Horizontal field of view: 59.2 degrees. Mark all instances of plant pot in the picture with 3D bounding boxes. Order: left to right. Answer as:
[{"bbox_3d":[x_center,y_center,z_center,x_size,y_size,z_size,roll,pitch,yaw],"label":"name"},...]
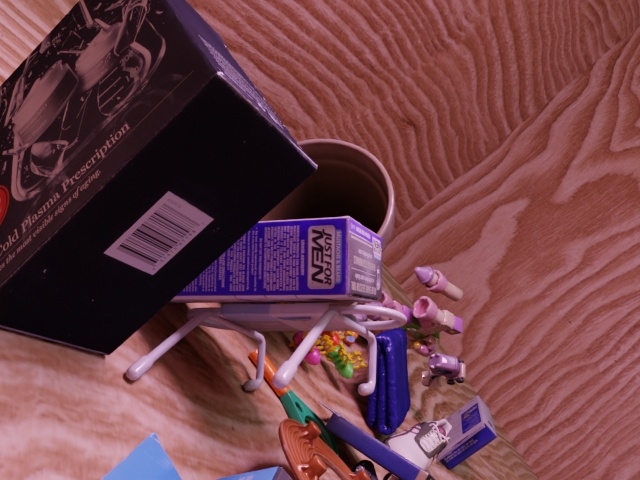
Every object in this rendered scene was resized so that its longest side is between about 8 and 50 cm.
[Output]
[{"bbox_3d":[0.000,0.000,1.168,0.323,0.323,0.280,55,-9,32],"label":"plant pot"}]

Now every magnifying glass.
[{"bbox_3d":[-0.048,0.286,0.979,0.231,0.026,0.092,53,9,11],"label":"magnifying glass"}]

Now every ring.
[{"bbox_3d":[0.066,0.352,0.701,0.336,0.032,0.336,49,-3,4],"label":"ring"}]

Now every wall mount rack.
[{"bbox_3d":[-0.069,0.148,0.771,0.304,0.350,0.130,38,52,-58],"label":"wall mount rack"}]

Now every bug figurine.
[{"bbox_3d":[-0.015,0.211,1.265,0.279,0.072,0.216,35,12,-43],"label":"bug figurine"}]

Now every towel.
[{"bbox_3d":[0.165,0.333,1.379,0.308,0.076,0.227,25,61,-74],"label":"towel"}]

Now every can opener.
[{"bbox_3d":[0.079,0.424,0.892,0.073,0.059,0.186,47,9,-17],"label":"can opener"}]

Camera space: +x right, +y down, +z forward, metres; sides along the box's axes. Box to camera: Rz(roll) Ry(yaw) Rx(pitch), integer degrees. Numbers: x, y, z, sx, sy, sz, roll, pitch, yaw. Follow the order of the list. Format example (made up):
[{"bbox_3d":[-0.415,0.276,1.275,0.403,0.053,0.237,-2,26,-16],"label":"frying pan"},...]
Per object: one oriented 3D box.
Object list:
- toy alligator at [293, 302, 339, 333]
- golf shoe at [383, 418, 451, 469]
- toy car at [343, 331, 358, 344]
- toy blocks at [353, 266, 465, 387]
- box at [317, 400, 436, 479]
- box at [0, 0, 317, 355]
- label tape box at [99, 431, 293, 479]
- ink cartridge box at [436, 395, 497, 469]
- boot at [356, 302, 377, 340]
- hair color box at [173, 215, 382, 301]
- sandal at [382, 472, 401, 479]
[{"bbox_3d":[-0.025,0.176,1.452,0.189,0.056,0.051,49,-31,-1],"label":"toy alligator"},{"bbox_3d":[0.221,0.454,1.262,0.105,0.120,0.273,54,11,15],"label":"golf shoe"},{"bbox_3d":[0.051,0.257,1.574,0.122,0.060,0.040,29,60,-17],"label":"toy car"},{"bbox_3d":[0.230,0.243,1.622,0.260,0.289,0.309,30,51,-30],"label":"toy blocks"},{"bbox_3d":[0.092,0.367,0.998,0.225,0.036,0.136,28,-16,27],"label":"box"},{"bbox_3d":[-0.237,-0.104,0.663,0.179,0.343,0.312,37,15,-51],"label":"box"},{"bbox_3d":[-0.059,0.324,0.485,0.347,0.115,0.249,51,9,3],"label":"label tape box"},{"bbox_3d":[0.416,0.555,1.621,0.065,0.165,0.333,52,10,10],"label":"ink cartridge box"},{"bbox_3d":[0.159,0.306,1.794,0.219,0.082,0.106,58,34,3],"label":"boot"},{"bbox_3d":[-0.095,0.037,0.812,0.185,0.339,0.110,23,67,-70],"label":"hair color box"},{"bbox_3d":[0.138,0.459,1.047,0.049,0.072,0.180,29,12,6],"label":"sandal"}]
